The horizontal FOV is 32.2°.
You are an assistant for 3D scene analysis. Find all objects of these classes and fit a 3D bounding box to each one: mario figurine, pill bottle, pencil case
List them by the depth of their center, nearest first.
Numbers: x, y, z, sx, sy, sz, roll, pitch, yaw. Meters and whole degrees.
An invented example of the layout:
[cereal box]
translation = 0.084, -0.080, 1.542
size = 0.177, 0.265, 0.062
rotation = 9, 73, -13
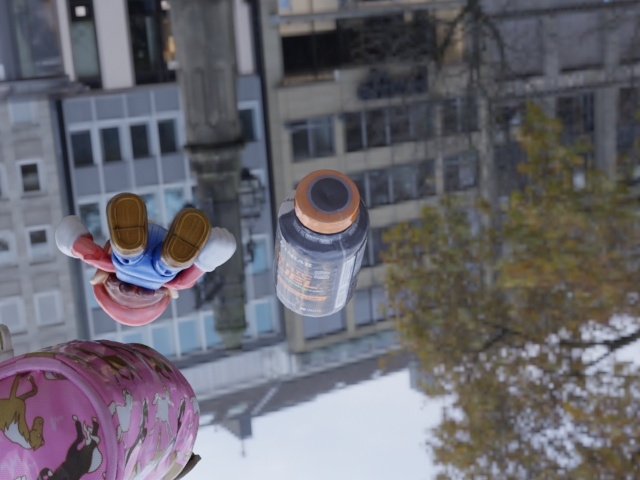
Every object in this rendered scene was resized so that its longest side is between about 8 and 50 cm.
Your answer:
[pencil case]
translation = -0.217, 0.184, 1.052
size = 0.167, 0.160, 0.386
rotation = -45, 175, 1
[mario figurine]
translation = -0.244, -0.002, 1.523
size = 0.170, 0.198, 0.320
rotation = -42, -179, -23
[pill bottle]
translation = 0.000, 0.000, 1.580
size = 0.130, 0.130, 0.246
rotation = -6, 150, -9

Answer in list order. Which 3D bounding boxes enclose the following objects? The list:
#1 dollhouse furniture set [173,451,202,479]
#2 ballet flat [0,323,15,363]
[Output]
[dollhouse furniture set]
translation = -0.274, 0.258, 1.406
size = 0.161, 0.182, 0.101
rotation = -39, -174, -29
[ballet flat]
translation = -0.380, 0.103, 1.163
size = 0.087, 0.247, 0.083
rotation = -48, -177, 8
